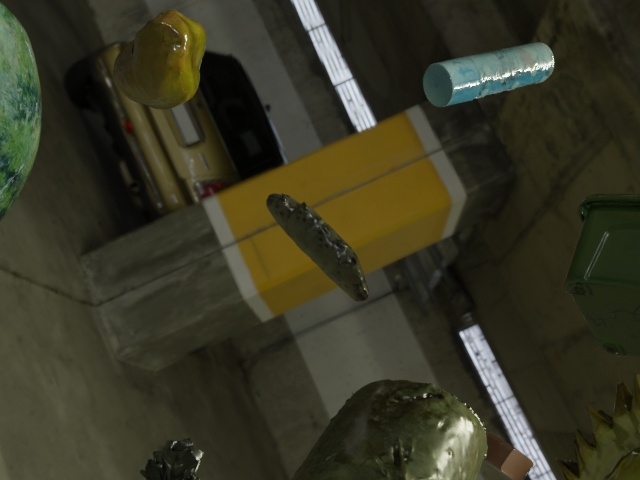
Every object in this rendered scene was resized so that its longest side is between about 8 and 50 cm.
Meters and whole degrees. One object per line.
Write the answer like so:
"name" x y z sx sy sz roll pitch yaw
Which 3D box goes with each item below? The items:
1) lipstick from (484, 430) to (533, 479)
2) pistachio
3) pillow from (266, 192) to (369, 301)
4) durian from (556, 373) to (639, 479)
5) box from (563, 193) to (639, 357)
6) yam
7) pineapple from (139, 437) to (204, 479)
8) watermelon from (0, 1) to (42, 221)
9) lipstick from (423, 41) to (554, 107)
"lipstick" 0.289 0.348 1.237 0.045 0.045 0.145 39 -7 -6
"pistachio" -0.198 -0.226 0.979 0.189 0.100 0.110 -15 -88 54
"pillow" 0.001 0.001 1.252 0.241 0.051 0.093 48 -26 8
"durian" 0.184 0.154 0.346 0.172 0.167 0.306 27 -13 -13
"box" 0.534 0.067 1.106 0.328 0.178 0.253 2 -40 46
"yam" 0.036 0.269 0.696 0.304 0.167 0.168 -45 118 -48
"pineapple" -0.184 0.344 0.846 0.125 0.125 0.252 -175 -82 -87
"watermelon" -0.340 -0.104 0.671 0.176 0.256 0.260 28 -33 -19
"lipstick" 0.187 -0.184 0.838 0.048 0.157 0.048 35 -46 47
